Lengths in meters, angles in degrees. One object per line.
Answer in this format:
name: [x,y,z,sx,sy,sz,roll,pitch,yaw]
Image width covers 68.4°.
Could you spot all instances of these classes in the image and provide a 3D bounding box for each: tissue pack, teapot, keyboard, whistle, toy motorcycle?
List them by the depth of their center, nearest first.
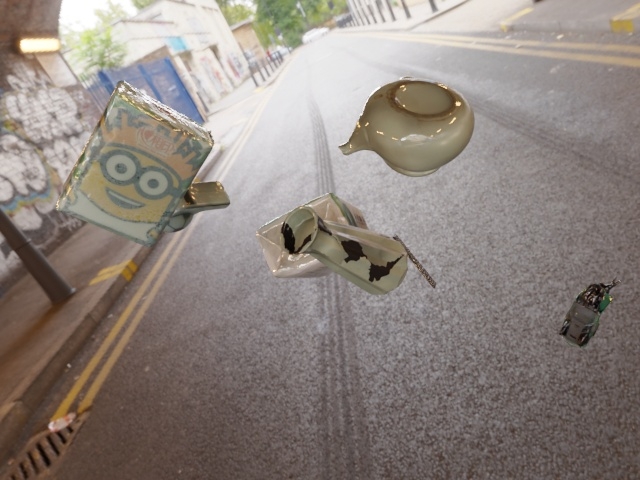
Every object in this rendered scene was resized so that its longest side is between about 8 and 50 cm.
teapot: [0.197,-0.242,0.918,0.220,0.149,0.318,27,51,17]
toy motorcycle: [0.534,0.144,0.939,0.100,0.173,0.058,-29,45,-30]
tissue pack: [-0.415,-0.162,1.064,0.311,0.228,0.128,-52,32,18]
keyboard: [0.292,0.062,1.459,0.011,0.202,0.067,-40,-5,17]
tissue pack: [0.000,-0.001,1.482,0.266,0.193,0.356,-25,-11,15]
whistle: [-0.450,-0.105,1.510,0.164,0.163,0.290,-7,3,41]

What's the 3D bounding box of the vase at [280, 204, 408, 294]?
vase: [0.068,0.025,1.157,0.165,0.360,0.165,-19,60,38]
